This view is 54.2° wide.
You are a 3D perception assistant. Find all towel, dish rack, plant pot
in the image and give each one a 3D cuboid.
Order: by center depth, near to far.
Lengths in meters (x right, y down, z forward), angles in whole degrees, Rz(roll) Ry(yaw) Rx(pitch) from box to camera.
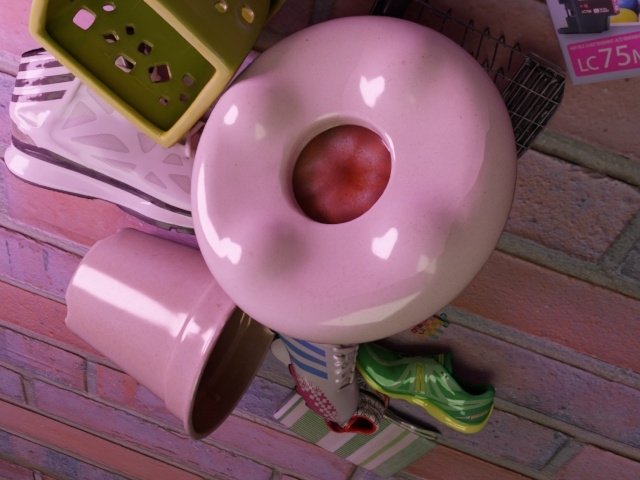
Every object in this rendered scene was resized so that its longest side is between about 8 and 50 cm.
[{"bbox_3d":[-0.181,-0.288,0.760,0.227,0.207,0.228,41,148,-16],"label":"plant pot"},{"bbox_3d":[0.170,-0.206,0.827,0.271,0.074,0.208,25,134,-6],"label":"dish rack"},{"bbox_3d":[-0.268,0.133,1.123,0.305,0.334,0.334,23,133,13],"label":"plant pot"},{"bbox_3d":[0.073,0.422,1.414,0.324,0.038,0.248,29,133,-8],"label":"towel"}]

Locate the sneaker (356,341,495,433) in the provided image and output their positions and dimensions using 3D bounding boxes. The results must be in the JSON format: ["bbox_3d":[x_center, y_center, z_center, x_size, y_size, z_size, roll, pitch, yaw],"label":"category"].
[{"bbox_3d":[0.197,0.254,1.201,0.295,0.109,0.124,25,107,1],"label":"sneaker"}]

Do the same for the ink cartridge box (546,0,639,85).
[{"bbox_3d":[0.312,-0.318,0.639,0.185,0.065,0.311,4,130,49],"label":"ink cartridge box"}]

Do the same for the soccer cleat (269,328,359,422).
[{"bbox_3d":[0.014,0.192,1.061,0.143,0.116,0.331,-6,124,35],"label":"soccer cleat"}]

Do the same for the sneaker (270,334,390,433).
[{"bbox_3d":[0.009,0.287,1.245,0.269,0.145,0.090,23,133,-1],"label":"sneaker"}]

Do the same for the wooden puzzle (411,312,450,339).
[{"bbox_3d":[0.207,0.160,1.163,0.049,0.006,0.083,26,132,-4],"label":"wooden puzzle"}]

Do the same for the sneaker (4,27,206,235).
[{"bbox_3d":[-0.239,-0.172,0.929,0.446,0.169,0.258,13,121,-7],"label":"sneaker"}]

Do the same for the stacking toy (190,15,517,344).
[{"bbox_3d":[0.086,-0.027,0.824,0.350,0.351,0.480,-1,167,20],"label":"stacking toy"}]
